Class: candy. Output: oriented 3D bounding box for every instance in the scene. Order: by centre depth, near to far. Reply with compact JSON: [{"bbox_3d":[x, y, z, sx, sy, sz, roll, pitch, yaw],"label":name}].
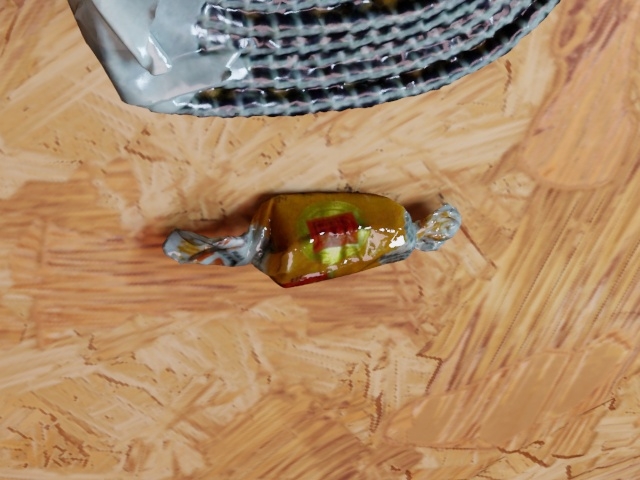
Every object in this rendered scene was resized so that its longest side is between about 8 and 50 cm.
[{"bbox_3d":[0.000,0.000,1.129,0.182,0.046,0.053,-4,139,-16],"label":"candy"}]

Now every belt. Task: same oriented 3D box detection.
[{"bbox_3d":[-0.010,-0.170,0.866,0.257,0.150,0.207,-3,128,-16],"label":"belt"}]
